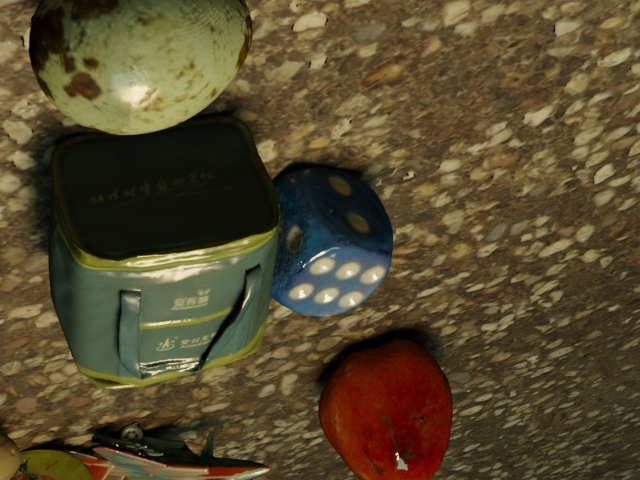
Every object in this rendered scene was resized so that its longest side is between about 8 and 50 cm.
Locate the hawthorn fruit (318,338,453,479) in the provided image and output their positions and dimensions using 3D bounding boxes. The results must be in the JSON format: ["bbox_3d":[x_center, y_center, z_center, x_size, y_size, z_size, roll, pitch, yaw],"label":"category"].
[{"bbox_3d":[0.115,0.298,2.054,0.224,0.260,0.224,-10,150,-6],"label":"hawthorn fruit"}]

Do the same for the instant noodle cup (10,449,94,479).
[{"bbox_3d":[-0.433,0.478,1.947,0.264,0.264,0.200,-20,130,-3],"label":"instant noodle cup"}]

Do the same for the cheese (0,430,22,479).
[{"bbox_3d":[-0.525,0.349,1.826,0.202,0.091,0.175,-37,177,-46],"label":"cheese"}]

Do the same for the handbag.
[{"bbox_3d":[-0.177,0.017,1.461,0.263,0.222,0.241,-10,143,-15],"label":"handbag"}]

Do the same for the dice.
[{"bbox_3d":[0.000,0.000,1.622,0.143,0.146,0.146,8,135,-37],"label":"dice"}]

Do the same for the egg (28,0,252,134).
[{"bbox_3d":[-0.162,-0.187,1.197,0.231,0.169,0.169,-19,154,-38],"label":"egg"}]

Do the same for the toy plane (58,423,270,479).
[{"bbox_3d":[-0.241,0.353,2.044,0.326,0.104,0.223,-8,151,8],"label":"toy plane"}]
